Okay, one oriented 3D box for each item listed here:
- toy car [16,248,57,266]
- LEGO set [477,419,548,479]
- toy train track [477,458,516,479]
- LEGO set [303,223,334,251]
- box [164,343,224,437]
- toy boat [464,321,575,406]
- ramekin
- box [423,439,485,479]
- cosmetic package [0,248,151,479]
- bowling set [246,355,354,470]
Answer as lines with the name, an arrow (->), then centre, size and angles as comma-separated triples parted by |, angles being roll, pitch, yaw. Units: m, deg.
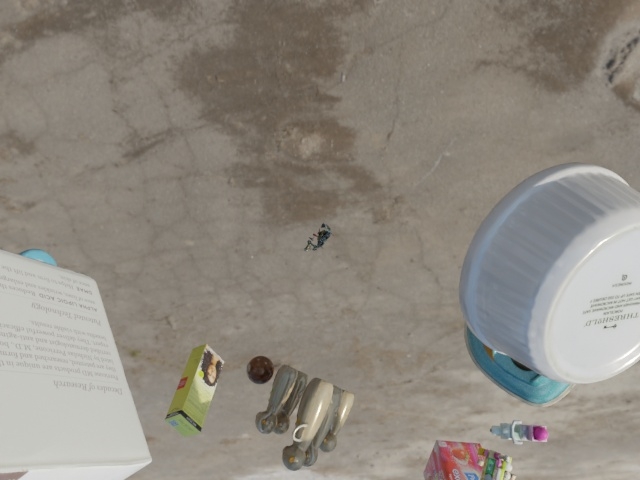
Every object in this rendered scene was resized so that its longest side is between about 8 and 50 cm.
toy car -> -0.514, 0.166, 0.928 | 0.219, 0.210, 0.237 | -14, 116, 33
LEGO set -> 0.286, 0.408, 0.801 | 0.132, 0.286, 0.107 | -5, 160, 3
toy train track -> 0.354, 0.461, 1.119 | 0.083, 0.048, 0.014 | 25, -176, -4
LEGO set -> 0.001, -0.002, 0.964 | 0.023, 0.054, 0.083 | 32, 169, -12
box -> -0.325, 0.387, 1.463 | 0.058, 0.232, 0.087 | -22, 122, 24
toy boat -> 0.455, 0.170, 1.184 | 0.318, 0.267, 0.148 | -53, 145, 2
ramekin -> 0.319, 0.050, 0.685 | 0.273, 0.127, 0.272 | -9, 116, -19
box -> 0.399, 0.722, 1.539 | 0.142, 0.300, 0.154 | 7, 118, -9
cosmetic package -> -0.256, 0.122, 0.423 | 0.151, 0.183, 0.151 | -35, 152, 11
bowling set -> -0.062, 0.321, 1.051 | 0.200, 0.154, 0.287 | 17, 165, 22
